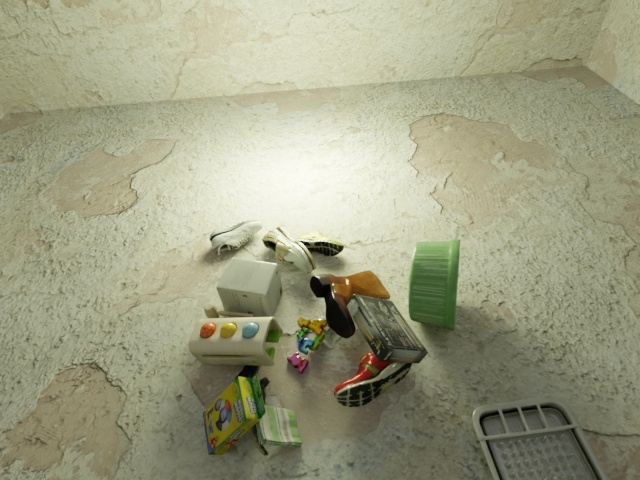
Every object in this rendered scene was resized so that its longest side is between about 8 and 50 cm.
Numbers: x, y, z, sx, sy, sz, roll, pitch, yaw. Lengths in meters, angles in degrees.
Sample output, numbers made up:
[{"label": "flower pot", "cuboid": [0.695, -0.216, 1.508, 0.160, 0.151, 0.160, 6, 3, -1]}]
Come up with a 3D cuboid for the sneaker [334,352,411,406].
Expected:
[{"label": "sneaker", "cuboid": [0.150, 0.414, 1.278, 0.279, 0.107, 0.118, -17, 39, -28]}]

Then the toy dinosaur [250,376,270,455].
[{"label": "toy dinosaur", "cuboid": [-0.205, 0.508, 1.200, 0.118, 0.064, 0.268, -26, 31, 11]}]

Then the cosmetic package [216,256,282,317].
[{"label": "cosmetic package", "cuboid": [-0.251, 0.174, 1.499, 0.183, 0.151, 0.151, 7, 46, 13]}]

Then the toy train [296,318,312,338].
[{"label": "toy train", "cuboid": [-0.055, 0.310, 1.444, 0.023, 0.017, 0.083, 29, 52, 17]}]

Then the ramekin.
[{"label": "ramekin", "cuboid": [0.385, 0.143, 1.393, 0.148, 0.303, 0.303, 4, 44, 18]}]

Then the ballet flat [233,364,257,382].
[{"label": "ballet flat", "cuboid": [-0.228, 0.427, 1.322, 0.057, 0.049, 0.173, 6, 50, 30]}]

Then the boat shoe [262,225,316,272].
[{"label": "boat shoe", "cuboid": [-0.130, 0.050, 1.656, 0.103, 0.113, 0.302, -28, 39, -21]}]

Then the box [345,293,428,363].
[{"label": "box", "cuboid": [0.205, 0.275, 1.294, 0.183, 0.056, 0.231, 16, 28, -37]}]

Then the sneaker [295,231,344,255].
[{"label": "sneaker", "cuboid": [0.000, 0.000, 1.711, 0.208, 0.082, 0.094, 11, 44, 15]}]

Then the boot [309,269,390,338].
[{"label": "boot", "cuboid": [0.131, 0.217, 1.457, 0.280, 0.096, 0.264, 0, 35, -35]}]

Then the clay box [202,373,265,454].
[{"label": "clay box", "cuboid": [-0.245, 0.483, 1.156, 0.053, 0.222, 0.127, 23, 28, -39]}]

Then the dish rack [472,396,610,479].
[{"label": "dish rack", "cuboid": [0.573, 0.593, 1.075, 0.285, 0.072, 0.333, -6, 44, -3]}]

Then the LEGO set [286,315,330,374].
[{"label": "LEGO set", "cuboid": [-0.046, 0.317, 1.386, 0.093, 0.087, 0.227, 21, 48, 22]}]

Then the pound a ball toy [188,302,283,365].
[{"label": "pound a ball toy", "cuboid": [-0.289, 0.286, 1.356, 0.319, 0.136, 0.208, -4, 45, 21]}]

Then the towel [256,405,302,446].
[{"label": "towel", "cuboid": [-0.118, 0.519, 1.160, 0.023, 0.152, 0.113, -43, 43, 22]}]

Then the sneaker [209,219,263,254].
[{"label": "sneaker", "cuboid": [-0.349, -0.013, 1.757, 0.235, 0.090, 0.095, -23, 60, -14]}]
